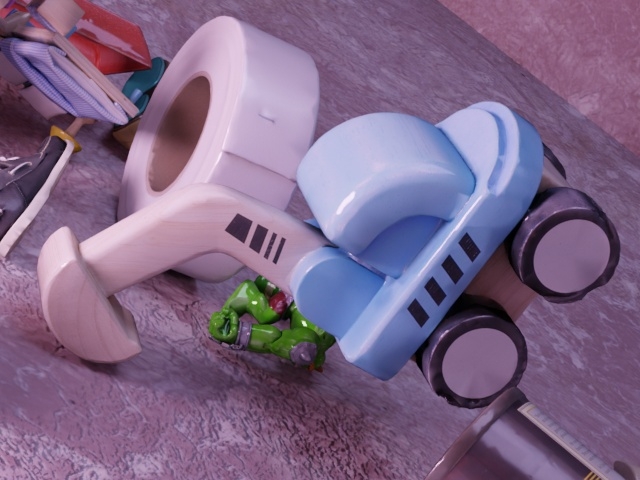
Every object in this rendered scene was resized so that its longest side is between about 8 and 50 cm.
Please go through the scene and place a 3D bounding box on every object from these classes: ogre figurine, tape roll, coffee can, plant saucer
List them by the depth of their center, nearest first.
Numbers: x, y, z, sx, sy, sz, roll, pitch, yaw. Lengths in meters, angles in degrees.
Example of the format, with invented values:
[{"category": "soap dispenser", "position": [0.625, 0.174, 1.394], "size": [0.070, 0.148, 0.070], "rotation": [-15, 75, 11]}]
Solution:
[{"category": "coffee can", "position": [0.231, 0.304, 1.868], "size": [0.275, 0.201, 0.201], "rotation": [39, 22, 14]}, {"category": "ogre figurine", "position": [-0.033, 0.084, 2.115], "size": [0.118, 0.097, 0.197], "rotation": [27, 8, 16]}, {"category": "tape roll", "position": [-0.115, -0.100, 2.130], "size": [0.100, 0.286, 0.286], "rotation": [23, 24, -24]}, {"category": "plant saucer", "position": [-0.342, -0.278, 2.349], "size": [0.259, 0.048, 0.258], "rotation": [24, -6, -20]}]

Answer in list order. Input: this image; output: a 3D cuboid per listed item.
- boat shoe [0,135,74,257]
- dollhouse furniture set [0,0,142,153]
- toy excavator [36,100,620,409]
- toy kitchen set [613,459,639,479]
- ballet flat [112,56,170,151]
[{"category": "boat shoe", "position": [-0.319, -0.065, 2.046], "size": [0.079, 0.084, 0.233], "rotation": [32, 25, -5]}, {"category": "dollhouse furniture set", "position": [-0.339, -0.162, 2.078], "size": [0.303, 0.198, 0.286], "rotation": [45, -12, -28]}, {"category": "toy excavator", "position": [0.000, 0.000, 1.931], "size": [0.445, 0.433, 0.222], "rotation": [32, 15, -24]}, {"category": "toy kitchen set", "position": [0.329, 0.359, 2.080], "size": [0.122, 0.166, 0.207], "rotation": [21, 62, -27]}, {"category": "ballet flat", "position": [-0.216, -0.158, 2.425], "size": [0.073, 0.080, 0.232], "rotation": [56, 18, -19]}]
